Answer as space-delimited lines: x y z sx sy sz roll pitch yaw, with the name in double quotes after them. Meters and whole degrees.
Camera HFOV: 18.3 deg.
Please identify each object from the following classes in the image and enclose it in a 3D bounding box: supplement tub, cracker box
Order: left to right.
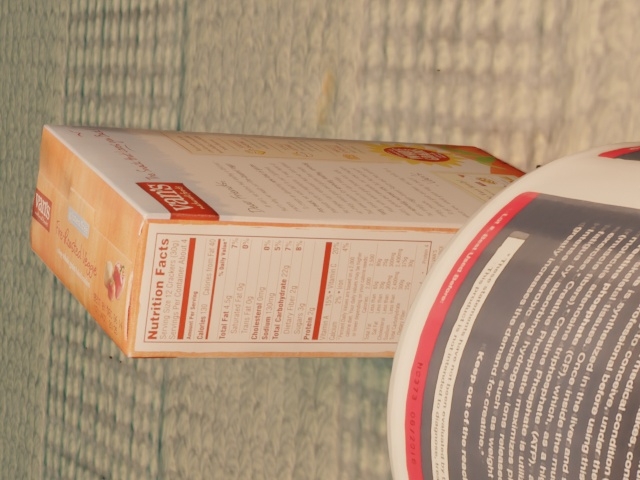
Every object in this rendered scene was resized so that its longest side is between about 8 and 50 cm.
0.000 0.000 0.909 0.156 0.232 0.067 -142 58 -62 "cracker box"
0.156 0.071 0.608 0.272 0.191 0.191 -165 78 -66 "supplement tub"
